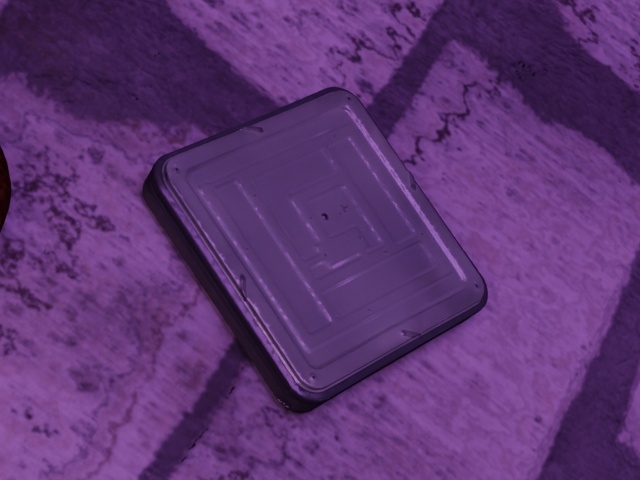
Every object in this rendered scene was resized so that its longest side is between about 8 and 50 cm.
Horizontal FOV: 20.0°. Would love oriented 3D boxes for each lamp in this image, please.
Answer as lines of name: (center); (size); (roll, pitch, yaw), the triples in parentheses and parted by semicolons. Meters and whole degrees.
lamp: (0.000, 0.000, 1.707); (0.266, 0.047, 0.269); (-26, 78, -39)

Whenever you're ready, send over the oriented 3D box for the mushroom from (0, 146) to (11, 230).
mushroom: (-0.361, -0.068, 1.456); (0.267, 0.254, 0.267); (3, 85, -41)
